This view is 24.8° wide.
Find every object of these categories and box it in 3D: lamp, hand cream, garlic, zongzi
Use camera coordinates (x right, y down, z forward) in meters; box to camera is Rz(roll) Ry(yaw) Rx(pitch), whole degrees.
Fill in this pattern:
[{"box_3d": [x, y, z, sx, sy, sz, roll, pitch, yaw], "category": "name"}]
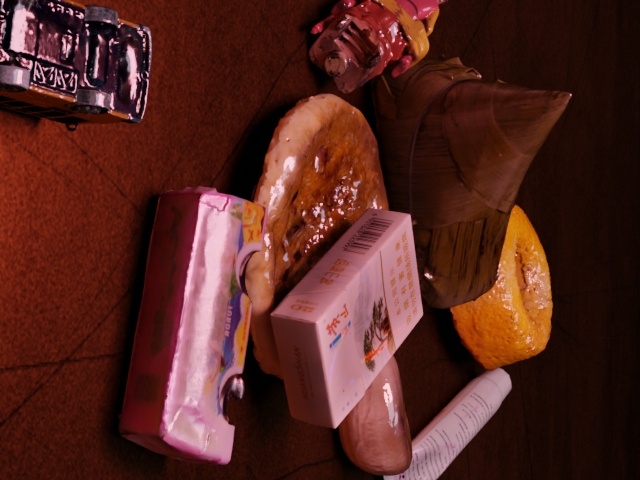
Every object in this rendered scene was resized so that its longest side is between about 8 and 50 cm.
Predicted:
[{"box_3d": [0.085, -0.267, 1.822, 0.253, 0.118, 0.118, -43, 126, -54], "category": "lamp"}, {"box_3d": [0.179, 0.271, 2.027, 0.331, 0.058, 0.085, -39, 124, -51], "category": "hand cream"}, {"box_3d": [0.068, 0.218, 1.827, 0.101, 0.087, 0.196, -43, 124, -67], "category": "garlic"}, {"box_3d": [0.207, -0.056, 1.797, 0.160, 0.360, 0.323, -18, 107, -27], "category": "zongzi"}]

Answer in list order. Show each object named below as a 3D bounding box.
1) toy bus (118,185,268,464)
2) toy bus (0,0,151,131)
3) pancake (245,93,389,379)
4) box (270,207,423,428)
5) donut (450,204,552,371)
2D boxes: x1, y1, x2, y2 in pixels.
[{"box_3d": [-0.130, 0.087, 1.491, 0.112, 0.090, 0.274, 21, 73, -50], "category": "toy bus"}, {"box_3d": [-0.250, -0.161, 1.266, 0.201, 0.114, 0.098, 13, 79, -52], "category": "toy bus"}, {"box_3d": [-0.002, 0.000, 1.722, 0.356, 0.065, 0.356, -17, 109, -58], "category": "pancake"}, {"box_3d": [0.035, 0.085, 1.675, 0.233, 0.067, 0.149, -47, 135, -45], "category": "box"}, {"box_3d": [0.254, 0.060, 2.107, 0.253, 0.118, 0.254, 41, 42, -51], "category": "donut"}]
